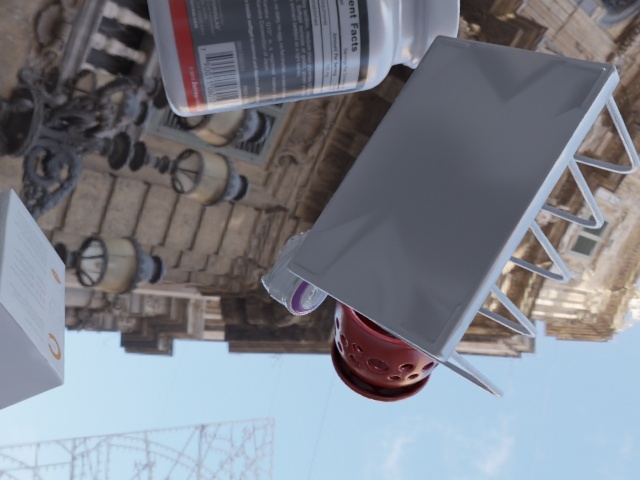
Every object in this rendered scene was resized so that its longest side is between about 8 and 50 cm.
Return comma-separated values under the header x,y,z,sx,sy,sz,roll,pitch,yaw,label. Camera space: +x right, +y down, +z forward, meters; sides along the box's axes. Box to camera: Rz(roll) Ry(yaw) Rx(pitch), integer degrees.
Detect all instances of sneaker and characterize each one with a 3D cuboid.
x,y,z,sx,sy,sz,roll,pitch,yaw,label
0.000,0.000,1.427,0.152,0.114,0.305,26,-112,44,sneaker

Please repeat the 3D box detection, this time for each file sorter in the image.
x,y,z,sx,sy,sz,roll,pitch,yaw,label
0.147,-0.022,0.688,0.193,0.173,0.277,27,-97,43,file sorter

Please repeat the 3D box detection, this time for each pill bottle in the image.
x,y,z,sx,sy,sz,roll,pitch,yaw,label
-0.026,-0.285,0.906,0.210,0.363,0.210,170,-90,-82,pill bottle

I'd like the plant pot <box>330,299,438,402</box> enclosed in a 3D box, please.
x,y,z,sx,sy,sz,roll,pitch,yaw,label
0.112,0.144,1.124,0.191,0.191,0.174,48,-34,34,plant pot

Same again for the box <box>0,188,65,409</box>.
x,y,z,sx,sy,sz,roll,pitch,yaw,label
-0.583,0.103,1.277,0.168,0.215,0.345,-22,-142,-3,box
